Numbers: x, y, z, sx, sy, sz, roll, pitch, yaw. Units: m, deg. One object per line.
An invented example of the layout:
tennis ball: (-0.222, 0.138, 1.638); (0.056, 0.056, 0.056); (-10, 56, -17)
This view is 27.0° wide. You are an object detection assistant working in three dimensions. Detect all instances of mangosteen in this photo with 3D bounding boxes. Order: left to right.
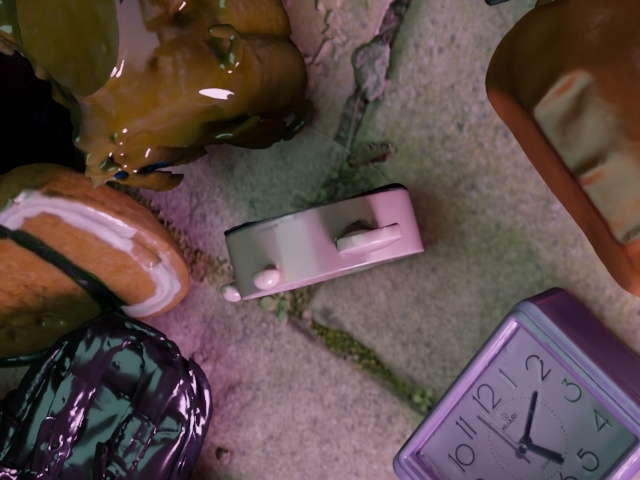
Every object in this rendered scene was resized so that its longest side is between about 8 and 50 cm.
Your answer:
mangosteen: (-0.333, -0.123, 1.257); (0.194, 0.194, 0.230); (-31, 68, 33)

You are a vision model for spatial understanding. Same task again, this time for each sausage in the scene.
sausage: (0.213, -0.071, 0.922); (0.136, 0.120, 0.241); (-37, 74, -2)

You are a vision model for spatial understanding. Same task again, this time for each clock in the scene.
clock: (0.000, 0.000, 1.057); (0.229, 0.155, 0.063); (152, 104, -70)
clock: (0.161, 0.148, 1.013); (0.144, 0.073, 0.193); (45, 118, 22)

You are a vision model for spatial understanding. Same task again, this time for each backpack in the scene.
backpack: (-0.198, 0.182, 1.216); (0.206, 0.133, 0.258); (27, 109, 5)

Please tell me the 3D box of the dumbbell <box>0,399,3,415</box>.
dumbbell: (-0.385, 0.328, 1.349); (0.179, 0.179, 0.406); (11, 101, 33)

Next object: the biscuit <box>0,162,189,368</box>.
biscuit: (-0.304, 0.025, 1.213); (0.344, 0.287, 0.057); (-19, 48, 30)

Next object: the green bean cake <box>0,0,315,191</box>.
green bean cake: (-0.191, -0.181, 1.103); (0.285, 0.202, 0.310); (-26, 85, 17)

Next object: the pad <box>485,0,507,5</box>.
pad: (0.164, -0.309, 0.999); (0.158, 0.003, 0.235); (-14, 87, 35)
